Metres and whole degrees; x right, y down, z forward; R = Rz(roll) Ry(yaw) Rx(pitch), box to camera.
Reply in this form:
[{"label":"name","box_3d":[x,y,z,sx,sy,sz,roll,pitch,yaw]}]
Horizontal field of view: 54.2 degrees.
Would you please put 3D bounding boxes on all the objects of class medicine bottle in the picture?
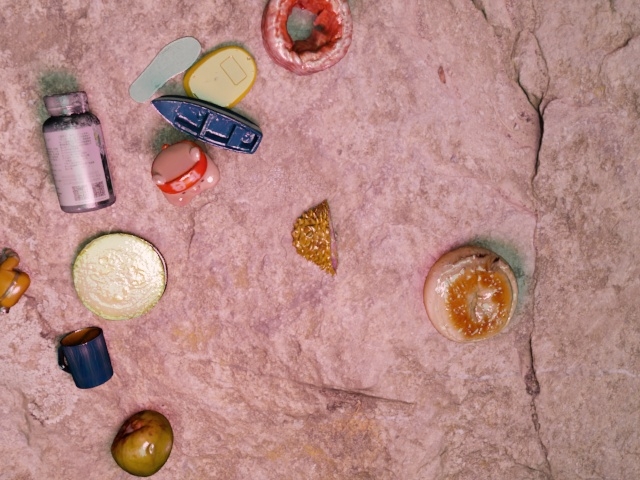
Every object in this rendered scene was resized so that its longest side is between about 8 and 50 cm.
[{"label":"medicine bottle","box_3d":[-0.613,-0.224,1.577,0.141,0.141,0.293,-9,107,-8]}]

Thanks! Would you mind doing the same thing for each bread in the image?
[{"label":"bread","box_3d":[0.445,0.157,1.877,0.305,0.159,0.306,-2,107,-7]}]

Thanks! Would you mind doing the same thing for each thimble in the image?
[{"label":"thimble","box_3d":[-0.036,-0.543,1.597,0.239,0.162,0.239,-3,105,-13]}]

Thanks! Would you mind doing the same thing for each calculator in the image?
[{"label":"calculator","box_3d":[-0.274,-0.413,1.649,0.235,0.032,0.146,-39,108,3]}]

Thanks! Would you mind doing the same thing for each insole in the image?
[{"label":"insole","box_3d":[-0.408,-0.448,1.629,0.232,0.003,0.080,-41,108,2]}]

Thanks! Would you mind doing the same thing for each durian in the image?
[{"label":"durian","box_3d":[0.001,-0.001,1.779,0.132,0.165,0.182,-16,136,-38]}]

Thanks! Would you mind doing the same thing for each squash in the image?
[{"label":"squash","box_3d":[-0.549,0.096,1.730,0.252,0.049,0.252,-3,103,-11]}]

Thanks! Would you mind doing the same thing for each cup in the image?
[{"label":"cup","box_3d":[-0.656,0.325,1.748,0.113,0.150,0.138,-25,114,-40]}]

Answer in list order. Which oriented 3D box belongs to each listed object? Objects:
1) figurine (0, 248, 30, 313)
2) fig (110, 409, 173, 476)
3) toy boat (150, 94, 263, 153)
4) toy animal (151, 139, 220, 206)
[{"label":"figurine","box_3d":[-0.876,0.073,1.597,0.256,0.167,0.192,31,84,-19]},{"label":"fig","box_3d":[-0.508,0.594,1.801,0.181,0.181,0.191,-11,125,-8]},{"label":"toy boat","box_3d":[-0.297,-0.313,1.631,0.299,0.062,0.096,19,127,-23]},{"label":"toy animal","box_3d":[-0.349,-0.182,1.610,0.171,0.198,0.171,-1,103,-6]}]
